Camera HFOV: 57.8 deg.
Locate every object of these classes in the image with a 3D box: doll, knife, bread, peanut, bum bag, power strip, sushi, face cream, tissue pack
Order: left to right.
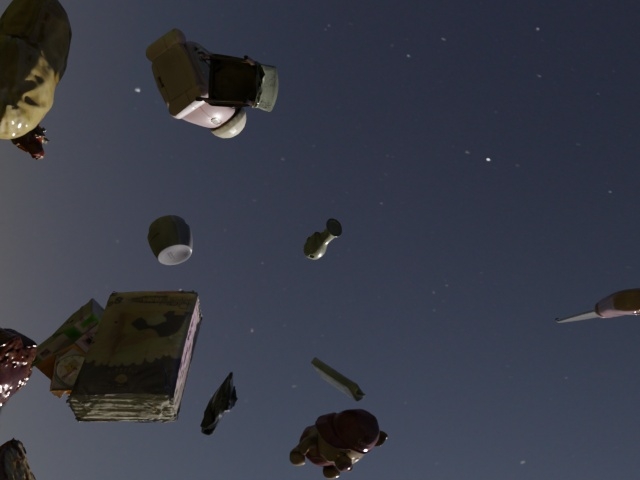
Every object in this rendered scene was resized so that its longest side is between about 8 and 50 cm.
[{"bbox_3d":[-0.805,0.314,1.411,0.135,0.246,0.232,34,-80,14],"label":"bread"},{"bbox_3d":[-0.632,0.519,1.157,0.244,0.123,0.190,43,-23,47],"label":"bread"},{"bbox_3d":[-0.758,-0.291,1.460,0.226,0.097,0.103,60,-9,15],"label":"sushi"},{"bbox_3d":[-0.516,-0.308,1.006,0.147,0.147,0.306,-38,-145,42],"label":"peanut"},{"bbox_3d":[-0.436,0.271,1.415,0.344,0.242,0.126,-89,177,-53],"label":"tissue pack"},{"bbox_3d":[-0.400,-0.001,1.548,0.117,0.117,0.104,-49,-128,36],"label":"face cream"},{"bbox_3d":[-0.285,0.470,1.657,0.248,0.059,0.123,-48,-158,49],"label":"bum bag"},{"bbox_3d":[0.045,0.547,1.564,0.256,0.196,0.152,-42,-120,36],"label":"doll"},{"bbox_3d":[0.048,0.384,1.594,0.252,0.027,0.060,16,-38,59],"label":"power strip"},{"bbox_3d":[0.548,0.133,1.120,0.336,0.081,0.043,78,10,-78],"label":"knife"}]

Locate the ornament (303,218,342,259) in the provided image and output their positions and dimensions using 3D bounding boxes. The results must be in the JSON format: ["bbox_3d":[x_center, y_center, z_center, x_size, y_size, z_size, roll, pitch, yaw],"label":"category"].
[{"bbox_3d":[0.000,0.000,1.869,0.156,0.081,0.075,-44,-153,40],"label":"ornament"}]

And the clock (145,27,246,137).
[{"bbox_3d":[-0.413,-0.532,2.010,0.183,0.325,0.342,-24,-102,22],"label":"clock"}]

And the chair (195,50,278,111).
[{"bbox_3d":[-0.253,-0.489,1.792,0.186,0.319,0.160,6,-78,7],"label":"chair"}]

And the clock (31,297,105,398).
[{"bbox_3d":[-0.823,0.396,1.978,0.309,0.235,0.166,-38,-154,-5],"label":"clock"}]
